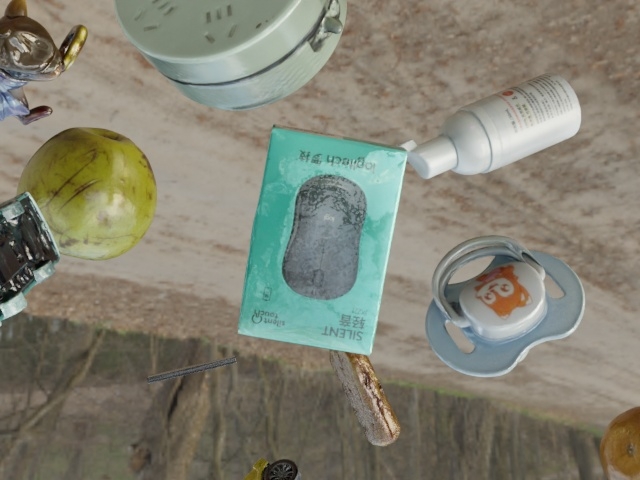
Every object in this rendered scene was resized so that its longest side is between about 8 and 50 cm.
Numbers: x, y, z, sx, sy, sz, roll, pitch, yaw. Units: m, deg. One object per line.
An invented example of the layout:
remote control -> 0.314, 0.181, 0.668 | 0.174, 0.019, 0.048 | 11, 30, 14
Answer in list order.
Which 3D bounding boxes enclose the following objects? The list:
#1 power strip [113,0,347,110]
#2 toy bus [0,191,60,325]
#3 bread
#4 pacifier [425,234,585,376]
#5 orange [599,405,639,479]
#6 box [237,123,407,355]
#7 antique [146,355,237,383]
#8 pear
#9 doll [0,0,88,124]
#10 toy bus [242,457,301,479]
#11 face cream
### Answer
power strip -> -0.126, -0.379, 1.204 | 0.357, 0.358, 0.161 | -7, 159, 16
toy bus -> -0.461, 0.033, 1.057 | 0.147, 0.128, 0.256 | -19, -163, 5
bread -> 0.099, 0.340, 1.876 | 0.084, 0.344, 0.124 | -31, -166, -28
pacifier -> 0.339, 0.147, 1.477 | 0.299, 0.244, 0.233 | -28, 137, -6
orange -> 0.537, 0.349, 1.273 | 0.136, 0.159, 0.159 | 18, 155, -34
box -> 0.000, 0.000, 1.151 | 0.205, 0.312, 0.118 | 11, -174, -1
antique -> -0.272, 0.273, 1.660 | 0.192, 0.015, 0.031 | -13, -178, -6
pear -> -0.468, -0.097, 1.584 | 0.283, 0.284, 0.283 | -2, 165, -1
doll -> -0.735, -0.406, 1.909 | 0.209, 0.318, 0.339 | 39, 143, -10
toy bus -> -0.001, 0.474, 1.178 | 0.331, 0.151, 0.145 | 23, 142, 42
face cream -> 0.329, -0.210, 1.580 | 0.369, 0.145, 0.145 | -24, 169, -13
